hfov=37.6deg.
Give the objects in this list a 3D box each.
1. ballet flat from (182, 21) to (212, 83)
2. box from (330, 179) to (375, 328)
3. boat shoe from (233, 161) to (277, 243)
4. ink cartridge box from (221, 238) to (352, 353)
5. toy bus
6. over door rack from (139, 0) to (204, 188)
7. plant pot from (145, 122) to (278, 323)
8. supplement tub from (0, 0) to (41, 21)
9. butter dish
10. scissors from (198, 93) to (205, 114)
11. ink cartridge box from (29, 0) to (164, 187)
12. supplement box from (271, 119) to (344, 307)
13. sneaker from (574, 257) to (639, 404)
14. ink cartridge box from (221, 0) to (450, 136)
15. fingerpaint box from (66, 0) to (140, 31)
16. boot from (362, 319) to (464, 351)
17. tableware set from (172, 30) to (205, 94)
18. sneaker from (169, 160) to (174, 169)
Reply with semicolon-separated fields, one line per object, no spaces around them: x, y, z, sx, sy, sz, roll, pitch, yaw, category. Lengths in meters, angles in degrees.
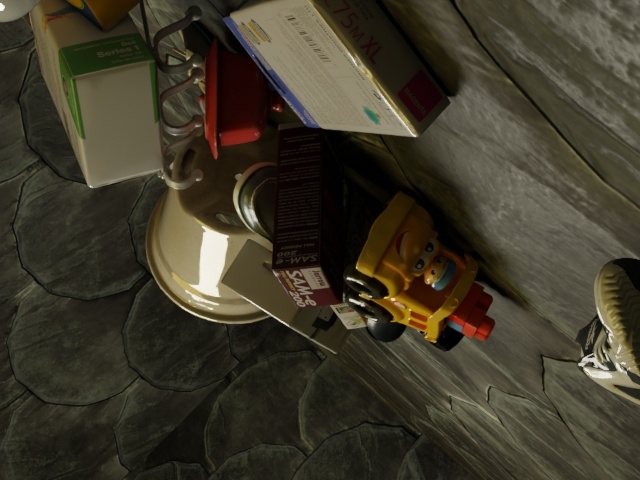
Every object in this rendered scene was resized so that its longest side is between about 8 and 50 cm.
-0.165;-0.261;1.490;0.203;0.074;0.074;46;170;-1;ballet flat
0.045;0.021;1.468;0.036;0.207;0.114;-11;140;22;box
-0.022;-0.016;1.489;0.099;0.116;0.319;36;173;38;boat shoe
-0.044;0.092;1.509;0.153;0.087;0.208;30;174;28;ink cartridge box
0.153;0.058;1.309;0.211;0.149;0.220;29;163;15;toy bus
-0.246;-0.272;1.442;0.239;0.108;0.324;97;150;-46;over door rack
-0.149;-0.056;1.676;0.334;0.334;0.305;44;158;11;plant pot
-0.286;-0.351;0.842;0.241;0.331;0.241;44;170;9;supplement tub
-0.111;-0.206;1.381;0.160;0.118;0.160;151;118;-82;butter dish
-0.202;-0.225;1.956;0.109;0.021;0.297;42;171;6;scissors
-0.325;-0.247;1.339;0.201;0.117;0.278;95;151;-48;ink cartridge box
-0.015;-0.039;1.343;0.130;0.073;0.239;61;-155;-58;supplement box
0.298;0.095;0.941;0.235;0.094;0.153;40;166;-32;sneaker
0.003;-0.205;1.044;0.186;0.065;0.311;49;167;-20;ink cartridge box
-0.418;-0.524;1.182;0.445;0.163;0.371;41;169;27;fingerpaint box
0.156;0.133;1.614;0.207;0.094;0.246;40;152;40;boot
-0.198;-0.278;1.645;0.128;0.039;0.194;42;170;19;tableware set
-0.273;-0.168;2.208;0.121;0.108;0.302;51;168;-7;sneaker
